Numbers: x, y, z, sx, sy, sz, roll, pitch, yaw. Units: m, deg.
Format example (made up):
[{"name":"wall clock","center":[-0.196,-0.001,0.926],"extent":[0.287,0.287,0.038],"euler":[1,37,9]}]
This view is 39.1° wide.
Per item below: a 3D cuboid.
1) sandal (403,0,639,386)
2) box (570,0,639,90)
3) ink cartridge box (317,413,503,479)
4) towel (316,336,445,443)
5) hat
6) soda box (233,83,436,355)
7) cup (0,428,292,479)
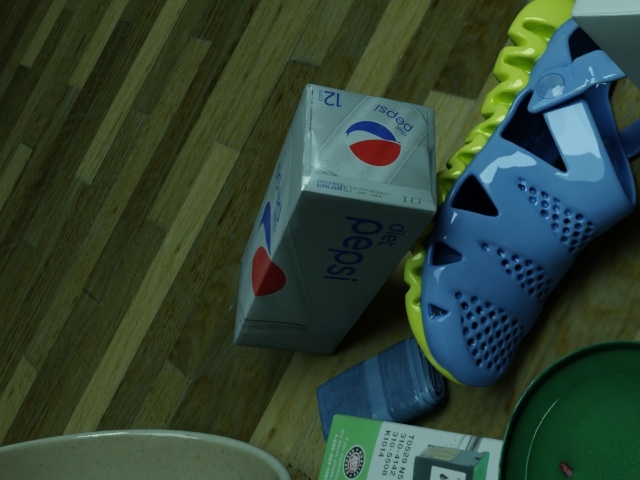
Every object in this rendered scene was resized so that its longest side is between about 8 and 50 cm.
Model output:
[{"name":"sandal","center":[0.168,-0.039,0.665],"extent":[0.138,0.126,0.317],"euler":[17,83,45]},{"name":"box","center":[0.324,-0.232,0.536],"extent":[0.168,0.215,0.345],"euler":[13,78,49]},{"name":"ink cartridge box","center":[0.096,0.214,0.612],"extent":[0.219,0.092,0.160],"euler":[-3,67,46]},{"name":"towel","center":[0.051,0.130,0.758],"extent":[0.119,0.029,0.067],"euler":[-31,48,30]},{"name":"hat","center":[0.200,0.140,0.434],"extent":[0.173,0.183,0.208],"euler":[-22,80,-10]},{"name":"soda box","center":[0.000,0.000,0.725],"extent":[0.286,0.098,0.091],"euler":[119,157,-59]},{"name":"cup","center":[-0.184,0.313,0.717],"extent":[0.331,0.331,0.237],"euler":[5,99,48]}]
